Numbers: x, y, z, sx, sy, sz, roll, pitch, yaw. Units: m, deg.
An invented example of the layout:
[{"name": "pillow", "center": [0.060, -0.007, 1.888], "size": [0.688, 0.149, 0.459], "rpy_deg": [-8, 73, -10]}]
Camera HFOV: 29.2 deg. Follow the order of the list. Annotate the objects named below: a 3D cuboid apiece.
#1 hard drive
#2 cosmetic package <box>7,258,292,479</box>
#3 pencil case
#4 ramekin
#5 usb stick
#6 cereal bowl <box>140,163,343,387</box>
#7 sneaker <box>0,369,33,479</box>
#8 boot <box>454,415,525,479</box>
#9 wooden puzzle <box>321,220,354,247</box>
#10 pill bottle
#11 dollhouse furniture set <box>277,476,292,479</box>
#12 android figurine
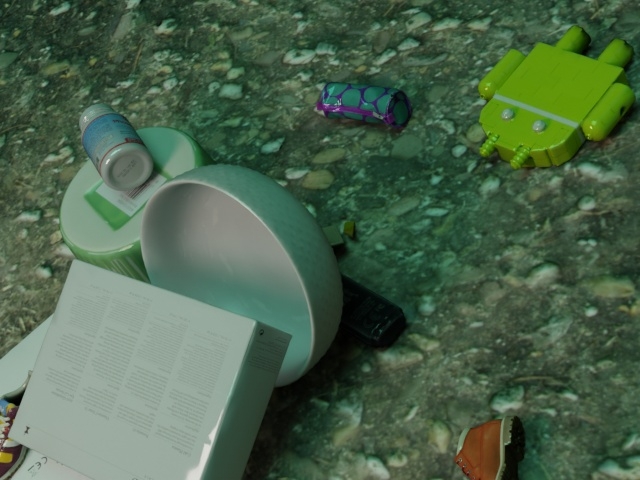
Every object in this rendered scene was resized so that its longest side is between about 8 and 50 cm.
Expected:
[{"name": "hard drive", "center": [-0.412, 0.280, 1.937], "size": [0.233, 0.047, 0.353], "rpy_deg": [-41, 46, -5]}, {"name": "cosmetic package", "center": [-0.250, 0.210, 1.748], "size": [0.377, 0.097, 0.284], "rpy_deg": [16, 82, 37]}, {"name": "pencil case", "center": [0.073, -0.227, 2.053], "size": [0.152, 0.064, 0.070], "rpy_deg": [12, 37, 37]}, {"name": "ramekin", "center": [-0.287, -0.046, 2.055], "size": [0.303, 0.148, 0.303], "rpy_deg": [-16, 49, 19]}, {"name": "usb stick", "center": [0.013, 0.080, 1.856], "size": [0.077, 0.045, 0.278], "rpy_deg": [-44, 45, -18]}, {"name": "cereal bowl", "center": [-0.096, 0.036, 1.782], "size": [0.339, 0.339, 0.141], "rpy_deg": [14, 36, 37]}, {"name": "sneaker", "center": [-0.477, 0.283, 1.881], "size": [0.070, 0.084, 0.185], "rpy_deg": [19, 66, 39]}, {"name": "boot", "center": [0.209, 0.298, 1.564], "size": [0.085, 0.059, 0.158], "rpy_deg": [-11, 42, 26]}, {"name": "wooden puzzle", "center": [0.000, 0.000, 1.920], "size": [0.116, 0.014, 0.078], "rpy_deg": [-12, 26, 1]}, {"name": "pill bottle", "center": [-0.338, -0.156, 2.007], "size": [0.087, 0.087, 0.160], "rpy_deg": [-37, 46, -1]}, {"name": "dollhouse furniture set", "center": [-0.051, 0.390, 1.669], "size": [0.081, 0.091, 0.114], "rpy_deg": [-56, 4, 37]}, {"name": "android figurine", "center": [0.354, -0.216, 1.892], "size": [0.273, 0.056, 0.248], "rpy_deg": [-47, 47, -14]}]
